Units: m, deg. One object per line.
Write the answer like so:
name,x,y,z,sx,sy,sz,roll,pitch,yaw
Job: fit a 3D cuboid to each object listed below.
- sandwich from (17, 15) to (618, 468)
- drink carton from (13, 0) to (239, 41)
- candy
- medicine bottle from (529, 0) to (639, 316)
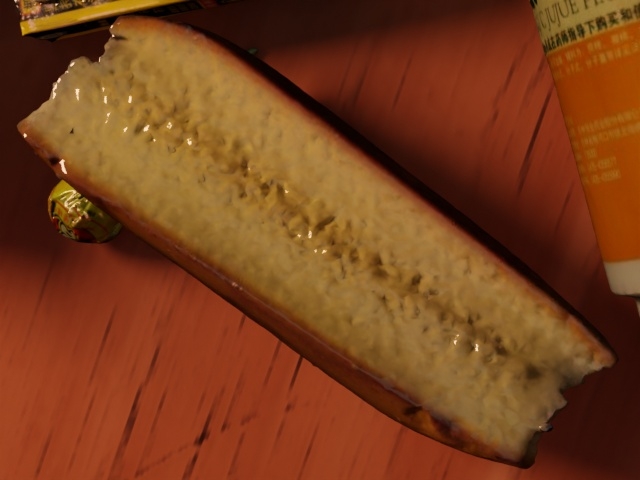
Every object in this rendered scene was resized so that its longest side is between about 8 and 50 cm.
sandwich,0.000,0.000,0.706,0.258,0.096,0.094,37,90,5
drink carton,-0.056,-0.138,0.723,0.165,0.056,0.071,-12,89,7
candy,-0.074,-0.045,0.746,0.123,0.035,0.035,-44,43,-5
medicine bottle,0.165,-0.096,0.649,0.158,0.158,0.318,-16,91,7
